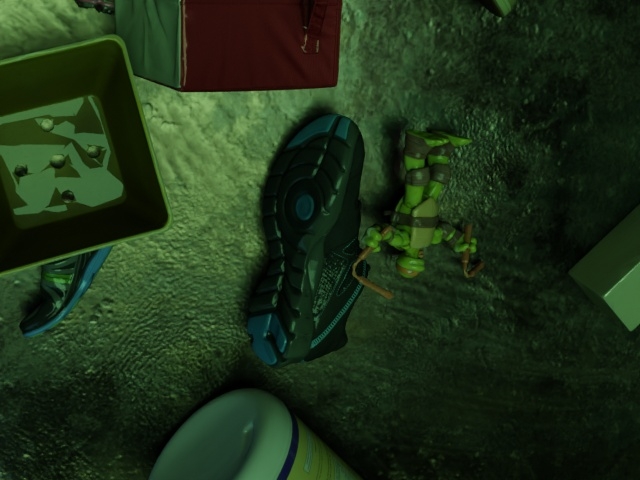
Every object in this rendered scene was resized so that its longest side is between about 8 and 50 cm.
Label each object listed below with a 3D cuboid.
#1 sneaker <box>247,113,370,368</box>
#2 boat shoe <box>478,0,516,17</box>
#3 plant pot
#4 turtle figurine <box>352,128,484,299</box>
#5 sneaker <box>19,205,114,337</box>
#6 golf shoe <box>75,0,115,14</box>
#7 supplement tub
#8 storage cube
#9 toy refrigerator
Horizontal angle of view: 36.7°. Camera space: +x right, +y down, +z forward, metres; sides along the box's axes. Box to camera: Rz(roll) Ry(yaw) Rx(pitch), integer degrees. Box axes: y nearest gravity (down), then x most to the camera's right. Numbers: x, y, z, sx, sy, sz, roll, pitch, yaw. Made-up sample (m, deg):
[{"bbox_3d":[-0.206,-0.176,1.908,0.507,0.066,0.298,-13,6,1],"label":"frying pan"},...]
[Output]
[{"bbox_3d":[0.000,0.000,1.281,0.139,0.125,0.341,1,110,-44],"label":"sneaker"},{"bbox_3d":[0.182,-0.409,1.175,0.089,0.104,0.285,-32,115,-1],"label":"boat shoe"},{"bbox_3d":[-0.298,-0.092,1.080,0.212,0.187,0.212,-16,97,-11],"label":"plant pot"},{"bbox_3d":[0.143,-0.039,1.310,0.269,0.087,0.218,0,107,-41],"label":"turtle figurine"},{"bbox_3d":[-0.323,0.037,1.211,0.078,0.067,0.188,32,97,-9],"label":"sneaker"},{"bbox_3d":[-0.297,-0.311,1.086,0.186,0.067,0.086,6,102,-29],"label":"golf shoe"},{"bbox_3d":[-0.051,0.387,1.318,0.241,0.241,0.331,-42,115,1],"label":"supplement tub"},{"bbox_3d":[-0.104,-0.269,1.061,0.193,0.215,0.184,-8,111,-32],"label":"storage cube"},{"bbox_3d":[0.512,0.001,1.430,0.269,0.102,0.094,-44,116,1],"label":"toy refrigerator"}]
